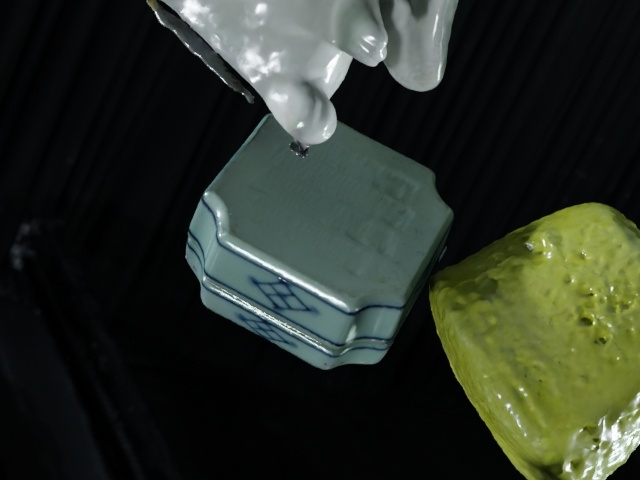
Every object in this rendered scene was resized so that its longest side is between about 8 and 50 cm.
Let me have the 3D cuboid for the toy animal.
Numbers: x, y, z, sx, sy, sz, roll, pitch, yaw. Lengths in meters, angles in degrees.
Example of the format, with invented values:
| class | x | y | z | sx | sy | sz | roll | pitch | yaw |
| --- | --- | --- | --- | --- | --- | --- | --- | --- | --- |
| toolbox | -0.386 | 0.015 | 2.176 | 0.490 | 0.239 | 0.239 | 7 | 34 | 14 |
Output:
| class | x | y | z | sx | sy | sz | roll | pitch | yaw |
| --- | --- | --- | --- | --- | --- | --- | --- | --- | --- |
| toy animal | 0.015 | -0.217 | 1.040 | 0.249 | 0.289 | 0.174 | 64 | -167 | -10 |

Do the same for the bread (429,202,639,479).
| class | x | y | z | sx | sy | sz | roll | pitch | yaw |
| --- | --- | --- | --- | --- | --- | --- | --- | --- | --- |
| bread | 0.323 | 0.129 | 1.758 | 0.348 | 0.308 | 0.348 | 54 | -172 | -11 |

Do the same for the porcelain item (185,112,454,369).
| class | x | y | z | sx | sy | sz | roll | pitch | yaw |
| --- | --- | --- | --- | --- | --- | --- | --- | --- | --- |
| porcelain item | 0.000 | 0.000 | 1.704 | 0.286 | 0.157 | 0.281 | 27 | -134 | 5 |
